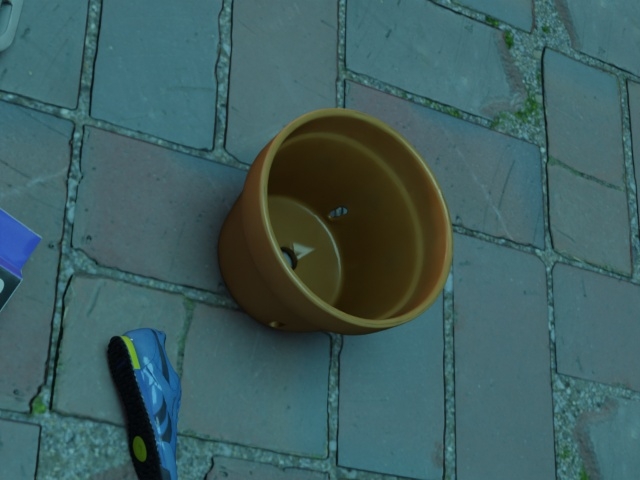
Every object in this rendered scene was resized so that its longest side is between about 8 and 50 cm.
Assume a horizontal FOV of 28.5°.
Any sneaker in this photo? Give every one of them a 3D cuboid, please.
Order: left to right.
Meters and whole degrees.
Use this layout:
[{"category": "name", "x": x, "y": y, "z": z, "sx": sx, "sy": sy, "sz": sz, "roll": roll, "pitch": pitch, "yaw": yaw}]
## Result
[{"category": "sneaker", "x": -0.192, "y": 0.206, "z": 1.520, "sx": 0.082, "sy": 0.069, "sz": 0.209, "roll": -5, "pitch": 75, "yaw": -39}]

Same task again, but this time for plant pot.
[{"category": "plant pot", "x": 0.000, "y": 0.000, "z": 1.647, "sx": 0.290, "sy": 0.203, "sz": 0.291, "roll": 13, "pitch": 64, "yaw": -29}]

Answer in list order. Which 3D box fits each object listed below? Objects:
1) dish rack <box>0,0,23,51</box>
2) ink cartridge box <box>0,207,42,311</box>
[{"category": "dish rack", "x": -0.469, "y": -0.408, "z": 1.494, "sx": 0.333, "sy": 0.072, "sz": 0.286, "roll": 45, "pitch": 46, "yaw": -56}, {"category": "ink cartridge box", "x": -0.439, "y": 0.025, "z": 1.382, "sx": 0.206, "sy": 0.045, "sz": 0.208, "roll": 38, "pitch": 76, "yaw": -25}]
